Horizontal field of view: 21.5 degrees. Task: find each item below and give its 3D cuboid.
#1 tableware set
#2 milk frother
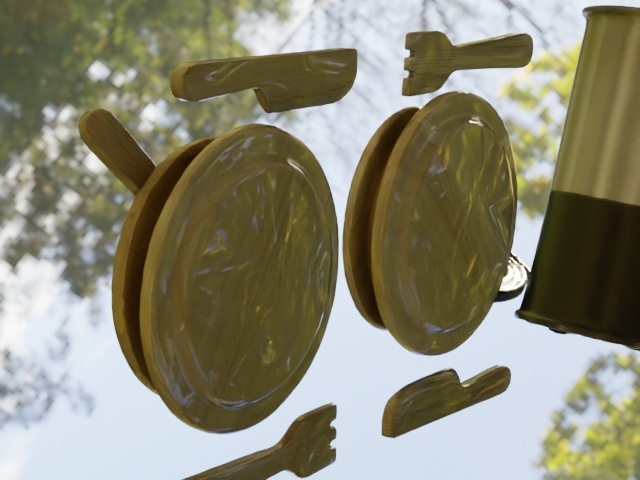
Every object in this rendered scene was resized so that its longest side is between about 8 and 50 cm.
[{"bbox_3d":[0.000,0.000,0.513,0.039,0.194,0.128,10,-76,34],"label":"tableware set"},{"bbox_3d":[0.106,-0.029,0.719,0.129,0.143,0.135,-1,103,-89],"label":"milk frother"}]
